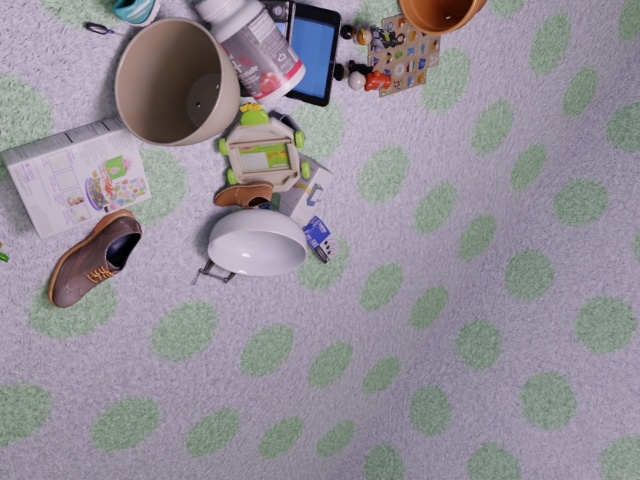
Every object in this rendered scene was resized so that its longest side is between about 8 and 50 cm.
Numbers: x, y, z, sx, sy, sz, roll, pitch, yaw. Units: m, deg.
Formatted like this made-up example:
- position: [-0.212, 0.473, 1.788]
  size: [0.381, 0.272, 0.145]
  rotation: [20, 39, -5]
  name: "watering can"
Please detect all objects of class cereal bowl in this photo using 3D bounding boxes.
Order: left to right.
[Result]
- position: [-0.213, -0.010, 2.049]
  size: [0.339, 0.141, 0.339]
  rotation: [-1, 151, 0]
  name: "cereal bowl"

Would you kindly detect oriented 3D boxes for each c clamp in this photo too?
- position: [-0.372, 0.114, 2.163]
  size: [0.161, 0.022, 0.137]
  rotation: [19, 100, -44]
  name: "c clamp"

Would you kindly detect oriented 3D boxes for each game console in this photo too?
- position: [-0.101, -0.556, 1.793]
  size: [0.250, 0.173, 0.293]
  rotation: [-13, 126, -34]
  name: "game console"

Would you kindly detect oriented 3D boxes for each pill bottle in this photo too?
- position: [-0.198, -0.554, 1.669]
  size: [0.176, 0.176, 0.318]
  rotation: [-43, 117, -7]
  name: "pill bottle"

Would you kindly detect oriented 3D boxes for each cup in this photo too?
- position: [-0.351, -0.401, 1.627]
  size: [0.331, 0.331, 0.237]
  rotation: [-58, 161, 10]
  name: "cup"

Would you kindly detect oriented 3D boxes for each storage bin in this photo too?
- position: [-0.131, -0.360, 1.969]
  size: [0.098, 0.091, 0.135]
  rotation: [-47, 137, -3]
  name: "storage bin"

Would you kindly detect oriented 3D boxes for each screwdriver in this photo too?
- position: [-0.528, -0.543, 1.561]
  size: [0.170, 0.024, 0.025]
  rotation: [-6, 94, -45]
  name: "screwdriver"

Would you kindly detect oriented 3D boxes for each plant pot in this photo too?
- position: [0.433, -0.843, 1.982]
  size: [0.203, 0.291, 0.290]
  rotation: [-28, 136, -45]
  name: "plant pot"

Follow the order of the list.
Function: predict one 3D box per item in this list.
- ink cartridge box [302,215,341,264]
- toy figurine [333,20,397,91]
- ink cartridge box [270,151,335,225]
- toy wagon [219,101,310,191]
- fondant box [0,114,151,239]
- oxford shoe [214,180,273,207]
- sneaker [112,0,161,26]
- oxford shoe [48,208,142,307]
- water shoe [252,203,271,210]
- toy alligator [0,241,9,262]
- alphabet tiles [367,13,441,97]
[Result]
- position: [0.000, 0.000, 2.371]
  size: [0.097, 0.046, 0.207]
  rotation: [-44, 137, -7]
  name: "ink cartridge box"
- position: [0.138, -0.599, 1.941]
  size: [0.148, 0.213, 0.209]
  rotation: [-4, 119, -19]
  name: "toy figurine"
- position: [-0.066, -0.183, 2.103]
  size: [0.093, 0.154, 0.212]
  rotation: [23, 104, -45]
  name: "ink cartridge box"
- position: [-0.182, -0.297, 1.893]
  size: [0.267, 0.068, 0.344]
  rotation: [-4, 132, 7]
  name: "toy wagon"
- position: [-0.663, -0.177, 1.652]
  size: [0.330, 0.096, 0.238]
  rotation: [-25, 132, -24]
  name: "fondant box"
- position: [-0.258, -0.138, 1.964]
  size: [0.212, 0.076, 0.076]
  rotation: [-11, 147, 21]
  name: "oxford shoe"
- position: [-0.428, -0.665, 1.471]
  size: [0.110, 0.107, 0.275]
  rotation: [-5, 124, -61]
  name: "sneaker"
- position: [-0.677, 0.073, 1.789]
  size: [0.363, 0.133, 0.130]
  rotation: [-51, 138, 2]
  name: "oxford shoe"
- position: [-0.199, -0.125, 2.096]
  size: [0.080, 0.073, 0.203]
  rotation: [-51, 138, -5]
  name: "water shoe"
- position: [-0.921, 0.004, 1.600]
  size: [0.051, 0.056, 0.189]
  rotation: [-11, 140, 19]
  name: "toy alligator"
- position: [0.308, -0.681, 2.168]
  size: [0.343, 0.011, 0.285]
  rotation: [-23, 131, -26]
  name: "alphabet tiles"
